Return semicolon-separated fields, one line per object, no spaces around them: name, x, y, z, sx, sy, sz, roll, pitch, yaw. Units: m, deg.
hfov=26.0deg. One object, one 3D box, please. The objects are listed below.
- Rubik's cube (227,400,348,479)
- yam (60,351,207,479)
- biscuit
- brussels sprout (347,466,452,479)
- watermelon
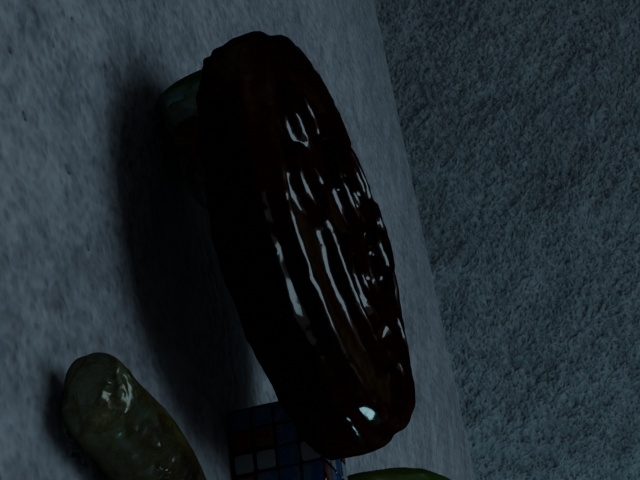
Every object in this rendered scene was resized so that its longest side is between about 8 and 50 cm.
Rubik's cube;-0.030;0.212;1.331;0.092;0.092;0.092;59;20;-58
yam;-0.107;0.197;1.022;0.071;0.067;0.317;45;-15;45
biscuit;0.000;0.000;1.299;0.407;0.091;0.407;-16;90;-76
brussels sprout;0.083;0.356;1.464;0.244;0.244;0.244;-13;90;-79
watermelon;-0.119;-0.099;1.344;0.187;0.071;0.139;-7;94;-83
